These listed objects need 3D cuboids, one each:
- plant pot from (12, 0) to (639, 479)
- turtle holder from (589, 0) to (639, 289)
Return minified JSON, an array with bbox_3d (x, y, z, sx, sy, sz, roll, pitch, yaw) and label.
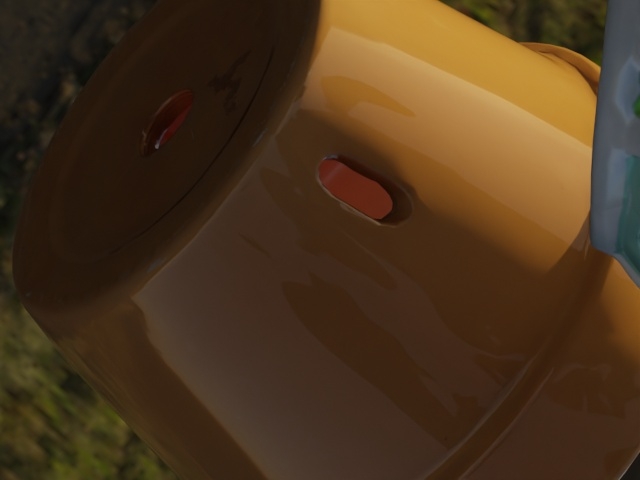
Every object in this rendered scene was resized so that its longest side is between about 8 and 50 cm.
[{"bbox_3d":[0.000,0.000,0.841,0.203,0.291,0.291,37,87,-28],"label":"plant pot"},{"bbox_3d":[0.202,-0.049,0.577,0.320,0.227,0.243,-17,111,-80],"label":"turtle holder"}]
